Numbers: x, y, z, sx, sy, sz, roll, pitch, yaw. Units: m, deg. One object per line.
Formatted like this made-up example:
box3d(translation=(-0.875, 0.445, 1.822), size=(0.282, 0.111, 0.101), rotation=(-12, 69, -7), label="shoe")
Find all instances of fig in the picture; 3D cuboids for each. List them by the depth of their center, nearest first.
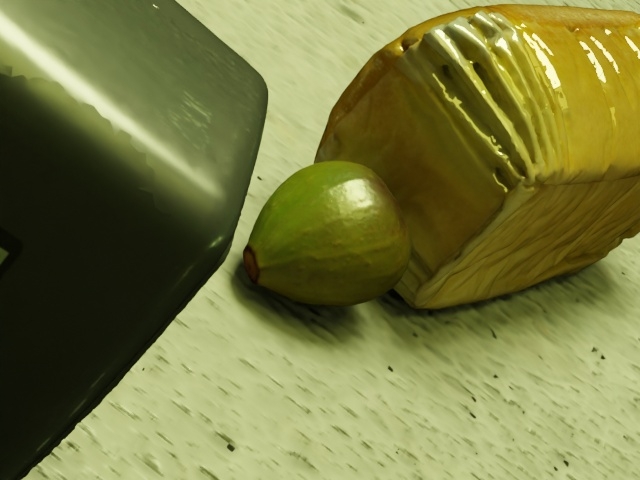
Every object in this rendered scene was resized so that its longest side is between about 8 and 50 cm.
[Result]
box3d(translation=(0.000, 0.000, 0.889), size=(0.088, 0.074, 0.074), rotation=(-19, 60, -33), label="fig")

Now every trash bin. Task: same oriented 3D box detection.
box3d(translation=(-0.179, -0.060, 0.624), size=(0.290, 0.209, 0.182), rotation=(37, 26, -15), label="trash bin")

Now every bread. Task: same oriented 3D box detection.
box3d(translation=(0.121, -0.054, 1.023), size=(0.288, 0.152, 0.119), rotation=(-10, 60, -54), label="bread")
